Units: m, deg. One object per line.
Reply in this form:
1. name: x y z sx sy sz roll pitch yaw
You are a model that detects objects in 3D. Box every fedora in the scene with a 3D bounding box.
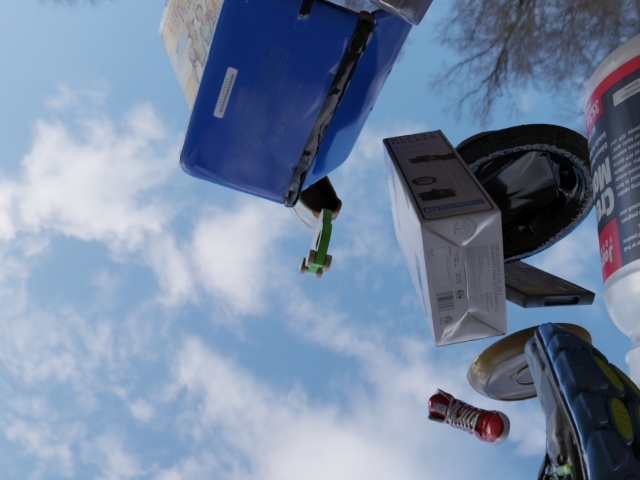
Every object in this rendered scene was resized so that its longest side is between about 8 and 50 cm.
1. fedora: 0.322 -0.107 1.230 0.334 0.334 0.152 -5 -138 0

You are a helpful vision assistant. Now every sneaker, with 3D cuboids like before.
1. sneaker: 0.117 0.119 0.311 0.067 0.078 0.188 26 -136 -26
2. sneaker: 0.172 0.211 0.815 0.067 0.118 0.042 24 -101 -16
3. sneaker: -0.061 -0.151 1.243 0.290 0.123 0.106 47 -113 -6

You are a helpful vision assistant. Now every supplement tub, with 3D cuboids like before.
1. supplement tub: 0.317 -0.023 0.528 0.191 0.191 0.272 2 -112 4

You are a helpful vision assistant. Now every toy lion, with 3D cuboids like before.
1. toy lion: 0.000 0.000 0.938 0.034 0.100 0.096 15 -103 -6

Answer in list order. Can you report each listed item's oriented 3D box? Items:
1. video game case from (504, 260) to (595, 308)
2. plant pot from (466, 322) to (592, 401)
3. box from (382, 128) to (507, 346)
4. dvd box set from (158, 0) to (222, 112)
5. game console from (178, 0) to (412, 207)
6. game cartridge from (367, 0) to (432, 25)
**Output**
1. video game case: 0.429 0.084 1.526 0.248 0.035 0.275 2 -163 -37
2. plant pot: 0.384 0.231 1.232 0.237 0.236 0.032 -11 -132 -4
3. box: 0.150 -0.019 0.868 0.087 0.169 0.290 -11 -155 1
4. dvd box set: -0.223 -0.425 1.426 0.062 0.307 0.420 -2 -126 -35
5. game console: -0.028 -0.209 0.913 0.250 0.293 0.173 17 -141 -12
6. game cartridge: 0.112 -0.432 0.723 0.230 0.068 0.355 44 -70 40
